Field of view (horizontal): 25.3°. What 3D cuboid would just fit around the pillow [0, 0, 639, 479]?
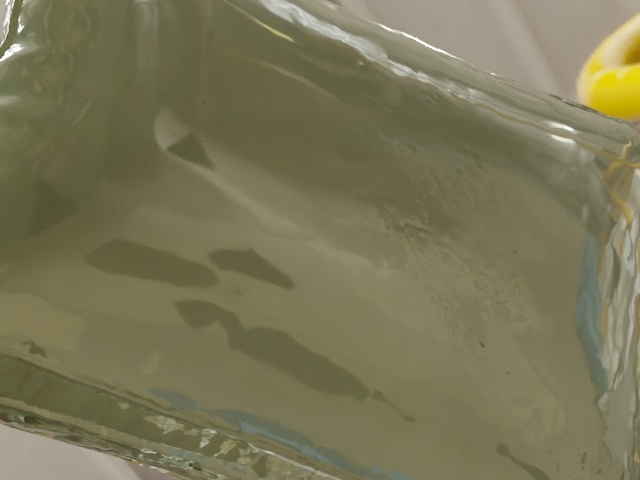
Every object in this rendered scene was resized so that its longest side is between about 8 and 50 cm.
[{"bbox_3d":[0.000,0.000,0.608,0.322,0.120,0.255,23,-126,-14],"label":"pillow"}]
